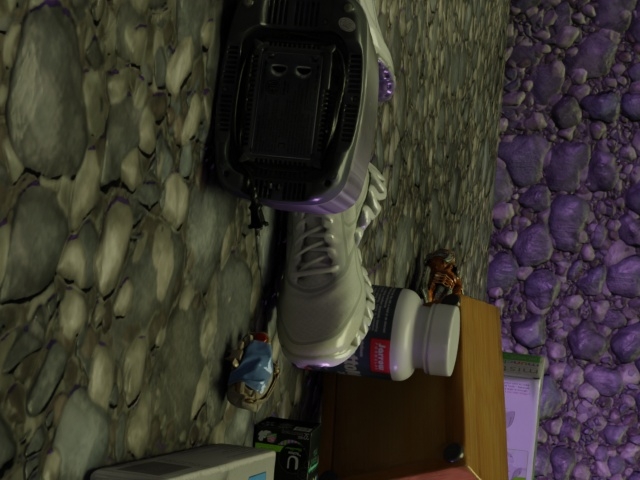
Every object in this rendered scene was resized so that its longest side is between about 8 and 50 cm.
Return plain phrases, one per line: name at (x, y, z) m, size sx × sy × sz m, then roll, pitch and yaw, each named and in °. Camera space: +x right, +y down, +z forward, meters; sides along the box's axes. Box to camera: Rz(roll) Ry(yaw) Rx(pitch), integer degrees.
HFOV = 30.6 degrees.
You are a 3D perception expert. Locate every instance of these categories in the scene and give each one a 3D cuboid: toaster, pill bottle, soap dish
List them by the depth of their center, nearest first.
toaster at (-0.016, -0.109, 1.051) m, size 0.146 × 0.129 × 0.226 m, roll 26°, pitch 70°, yaw -77°
pill bottle at (0.064, 0.105, 1.345) m, size 0.108 × 0.180 × 0.107 m, roll 6°, pitch 90°, yaw -76°
soap dish at (0.106, 0.208, 1.415) m, size 0.118 × 0.229 × 0.290 m, roll 54°, pitch 30°, yaw -41°

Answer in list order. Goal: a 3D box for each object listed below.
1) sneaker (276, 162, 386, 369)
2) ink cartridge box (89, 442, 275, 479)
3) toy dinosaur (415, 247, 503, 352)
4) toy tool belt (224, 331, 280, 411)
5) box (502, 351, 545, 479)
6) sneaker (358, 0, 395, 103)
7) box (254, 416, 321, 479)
sneaker at (0.000, 0.000, 1.235) m, size 0.118 × 0.110 × 0.292 m, roll 67°, pitch 23°, yaw -48°
ink cartridge box at (-0.116, 0.306, 0.950) m, size 0.296 × 0.066 × 0.261 m, roll 23°, pitch 73°, yaw -76°
toy dinosaur at (0.200, 0.172, 2.082) m, size 0.322 × 0.164 × 0.218 m, roll -56°, pitch 139°, yaw -25°
toy tool belt at (-0.064, 0.116, 1.109) m, size 0.051 × 0.052 × 0.083 m, roll 89°, pitch 13°, yaw -59°
box at (0.205, 0.287, 1.818) m, size 0.127 × 0.262 × 0.231 m, roll -36°, pitch 130°, yaw -72°
sneaker at (0.020, -0.240, 1.193) m, size 0.297 × 0.111 × 0.129 m, roll 72°, pitch 22°, yaw -61°
box at (-0.036, 0.236, 1.243) m, size 0.052 × 0.062 × 0.083 m, roll -12°, pitch 108°, yaw -76°
